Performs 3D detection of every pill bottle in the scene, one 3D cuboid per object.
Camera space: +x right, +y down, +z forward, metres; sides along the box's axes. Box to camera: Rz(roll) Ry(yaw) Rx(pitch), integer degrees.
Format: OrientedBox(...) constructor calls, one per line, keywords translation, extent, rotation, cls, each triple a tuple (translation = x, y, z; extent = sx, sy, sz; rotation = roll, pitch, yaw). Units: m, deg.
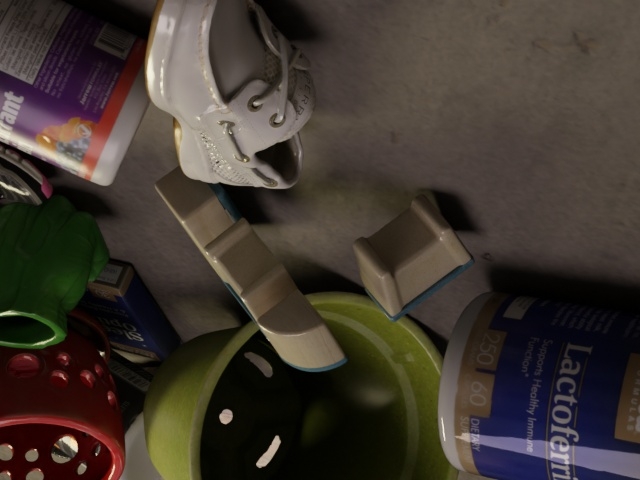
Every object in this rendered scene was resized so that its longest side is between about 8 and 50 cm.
OrientedBox(translation=(0.239, 0.131, 1.101), extent=(0.264, 0.153, 0.153), rotation=(8, 153, 26), cls="pill bottle")
OrientedBox(translation=(-0.278, 0.180, 1.620), extent=(0.245, 0.130, 0.130), rotation=(27, 162, 28), cls="pill bottle")
OrientedBox(translation=(-0.214, -0.124, 0.976), extent=(0.193, 0.108, 0.108), rotation=(24, 156, -8), cls="pill bottle")

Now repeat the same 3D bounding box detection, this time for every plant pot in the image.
OrientedBox(translation=(-0.047, 0.184, 1.355), extent=(0.276, 0.276, 0.254), rotation=(32, 165, -24), cls="plant pot")
OrientedBox(translation=(-0.302, 0.165, 1.443), extent=(0.191, 0.174, 0.191), rotation=(-7, 142, -6), cls="plant pot")

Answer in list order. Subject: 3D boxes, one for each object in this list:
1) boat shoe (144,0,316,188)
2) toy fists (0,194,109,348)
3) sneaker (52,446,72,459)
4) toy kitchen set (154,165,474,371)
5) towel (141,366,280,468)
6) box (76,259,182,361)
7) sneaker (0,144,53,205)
OrientedBox(translation=(-0.047, -0.105, 0.905), extent=(0.096, 0.098, 0.277), rotation=(17, 165, 8), cls="boat shoe")
OrientedBox(translation=(-0.311, 0.039, 1.344), extent=(0.279, 0.142, 0.096), rotation=(-16, 143, 42), cls="toy fists")
OrientedBox(translation=(-0.417, 0.238, 1.932), extent=(0.286, 0.109, 0.130), rotation=(23, 167, 7), cls="sneaker")
OrientedBox(translation=(0.000, 0.000, 1.130), extent=(0.207, 0.166, 0.122), rotation=(50, 174, 34), cls="toy kitchen set")
OrientedBox(translation=(-0.117, 0.245, 1.760), extent=(0.317, 0.053, 0.331), rotation=(37, 151, -33), cls="towel")
OrientedBox(translation=(-0.236, 0.076, 1.517), extent=(0.136, 0.037, 0.225), rotation=(12, 156, 19), cls="box")
OrientedBox(translation=(-0.326, -0.051, 1.264), extent=(0.170, 0.075, 0.063), rotation=(16, 156, 11), cls="sneaker")
